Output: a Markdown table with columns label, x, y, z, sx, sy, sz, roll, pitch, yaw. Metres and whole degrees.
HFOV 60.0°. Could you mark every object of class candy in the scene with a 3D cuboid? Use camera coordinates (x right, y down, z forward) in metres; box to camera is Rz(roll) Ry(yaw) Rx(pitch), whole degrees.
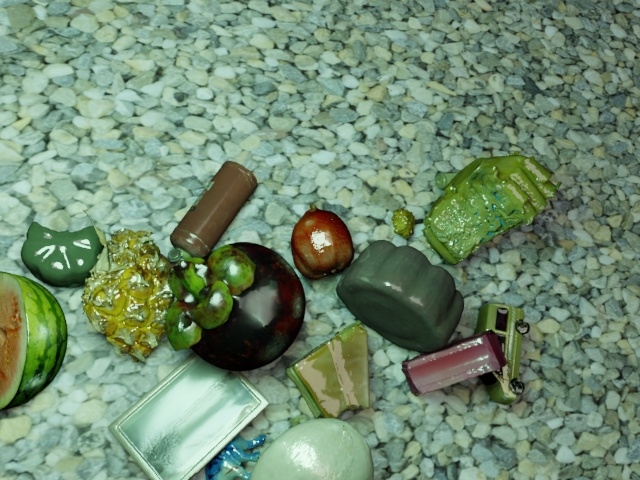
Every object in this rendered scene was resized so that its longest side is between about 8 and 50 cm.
| label | x | y | z | sx | sy | sz | roll | pitch | yaw |
| --- | --- | --- | --- | --- | --- | --- | --- | --- | --- |
| candy | -0.013 | 0.521 | 1.187 | 0.296 | 0.185 | 0.295 | -6 | 105 | -24 |

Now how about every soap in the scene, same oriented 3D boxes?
| label | x | y | z | sx | sy | sz | roll | pitch | yaw |
| --- | --- | --- | --- | --- | --- | --- | --- | --- | --- |
| soap | 0.323 | 0.312 | 1.379 | 0.250 | 0.162 | 0.099 | -25 | 79 | 20 |

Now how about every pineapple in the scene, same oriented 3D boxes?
| label | x | y | z | sx | sy | sz | roll | pitch | yaw |
| --- | --- | --- | --- | --- | --- | --- | --- | --- | --- |
| pineapple | -0.414 | 0.099 | 1.204 | 0.158 | 0.161 | 0.334 | 14 | 71 | -55 |

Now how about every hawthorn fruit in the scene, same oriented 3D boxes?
| label | x | y | z | sx | sy | sz | roll | pitch | yaw |
| --- | --- | --- | --- | --- | --- | --- | --- | --- | --- |
| hawthorn fruit | 0.000 | 0.000 | 1.404 | 0.169 | 0.169 | 0.188 | -12 | 72 | -20 |

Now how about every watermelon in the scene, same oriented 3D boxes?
| label | x | y | z | sx | sy | sz | roll | pitch | yaw |
| --- | --- | --- | --- | --- | --- | --- | --- | --- | --- |
| watermelon | -0.613 | 0.204 | 1.201 | 0.128 | 0.159 | 0.303 | 12 | 66 | -54 |

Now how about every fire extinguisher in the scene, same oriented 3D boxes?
| label | x | y | z | sx | sy | sz | roll | pitch | yaw |
| --- | --- | --- | --- | --- | --- | --- | --- | --- | --- |
| fire extinguisher | -0.301 | -0.047 | 1.362 | 0.148 | 0.106 | 0.336 | 22 | 65 | 24 |

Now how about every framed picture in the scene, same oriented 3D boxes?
| label | x | y | z | sx | sy | sz | roll | pitch | yaw |
| --- | --- | --- | --- | --- | --- | --- | --- | --- | --- |
| framed picture | -0.290 | 0.389 | 1.238 | 0.213 | 0.016 | 0.289 | 42 | 66 | 17 |

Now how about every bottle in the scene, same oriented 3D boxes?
| label | x | y | z | sx | sy | sz | roll | pitch | yaw |
| --- | --- | --- | --- | --- | --- | --- | --- | --- | --- |
| bottle | 0.391 | -0.176 | 1.633 | 0.101 | 0.047 | 0.063 | -8 | 84 | -23 |

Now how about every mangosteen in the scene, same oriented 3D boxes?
| label | x | y | z | sx | sy | sz | roll | pitch | yaw |
| --- | --- | --- | --- | --- | --- | --- | --- | --- | --- |
| mangosteen | -0.183 | 0.139 | 1.227 | 0.312 | 0.311 | 0.310 | 5 | 72 | -15 |

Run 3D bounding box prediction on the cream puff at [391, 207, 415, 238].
| label | x | y | z | sx | sy | sz | roll | pitch | yaw |
| --- | --- | --- | --- | --- | --- | --- | --- | --- | --- |
| cream puff | 0.233 | -0.049 | 1.537 | 0.083 | 0.058 | 0.083 | 31 | 66 | -8 |

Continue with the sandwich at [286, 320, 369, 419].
| label | x | y | z | sx | sy | sz | roll | pitch | yaw |
| --- | --- | --- | --- | --- | --- | --- | --- | --- | --- |
| sandwich | 0.057 | 0.324 | 1.345 | 0.220 | 0.108 | 0.186 | -32 | 85 | -25 |

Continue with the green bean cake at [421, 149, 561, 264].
| label | x | y | z | sx | sy | sz | roll | pitch | yaw |
| --- | --- | --- | --- | --- | --- | --- | --- | --- | --- |
| green bean cake | 0.427 | -0.095 | 1.473 | 0.285 | 0.310 | 0.202 | -40 | 90 | -25 |

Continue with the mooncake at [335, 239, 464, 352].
| label | x | y | z | sx | sy | sz | roll | pitch | yaw |
| --- | --- | --- | --- | --- | --- | --- | --- | --- | --- |
| mooncake | 0.195 | 0.136 | 1.355 | 0.306 | 0.306 | 0.154 | 37 | 61 | -3 |

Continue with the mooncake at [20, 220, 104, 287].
| label | x | y | z | sx | sy | sz | roll | pitch | yaw |
| --- | --- | --- | --- | --- | --- | --- | --- | --- | --- |
| mooncake | -0.578 | 0.020 | 1.253 | 0.175 | 0.104 | 0.168 | -27 | 77 | -26 |

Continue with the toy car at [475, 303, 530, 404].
| label | x | y | z | sx | sy | sz | roll | pitch | yaw |
| --- | --- | --- | --- | --- | --- | --- | --- | --- | --- |
| toy car | 0.472 | 0.299 | 1.480 | 0.125 | 0.101 | 0.256 | 15 | 68 | -2 |

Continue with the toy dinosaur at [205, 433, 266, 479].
| label | x | y | z | sx | sy | sz | roll | pitch | yaw |
| --- | --- | --- | --- | --- | --- | --- | --- | --- | --- |
| toy dinosaur | -0.195 | 0.499 | 1.233 | 0.145 | 0.076 | 0.328 | 3 | 69 | -6 |
